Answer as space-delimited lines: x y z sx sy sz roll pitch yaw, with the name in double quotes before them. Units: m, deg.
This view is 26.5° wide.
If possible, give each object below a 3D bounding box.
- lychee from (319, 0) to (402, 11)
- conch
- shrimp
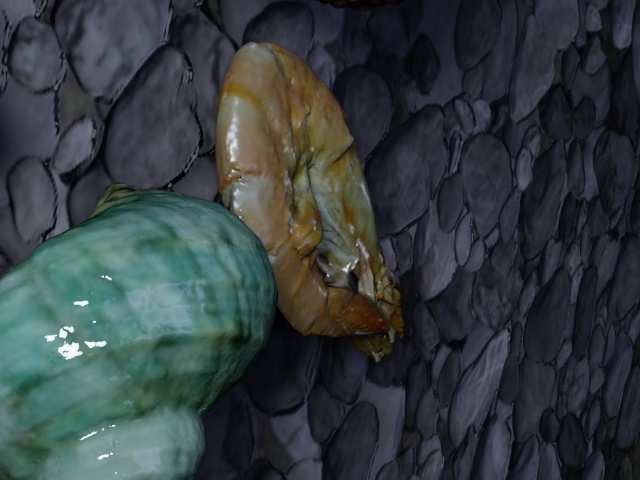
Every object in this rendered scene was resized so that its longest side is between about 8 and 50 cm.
"lychee" 0.015 -0.216 0.713 0.188 0.188 0.188 -19 113 -54
"conch" -0.093 0.054 0.652 0.188 0.122 0.176 -58 165 -26
"shrimp" -0.001 0.000 0.810 0.267 0.061 0.145 66 23 -49
